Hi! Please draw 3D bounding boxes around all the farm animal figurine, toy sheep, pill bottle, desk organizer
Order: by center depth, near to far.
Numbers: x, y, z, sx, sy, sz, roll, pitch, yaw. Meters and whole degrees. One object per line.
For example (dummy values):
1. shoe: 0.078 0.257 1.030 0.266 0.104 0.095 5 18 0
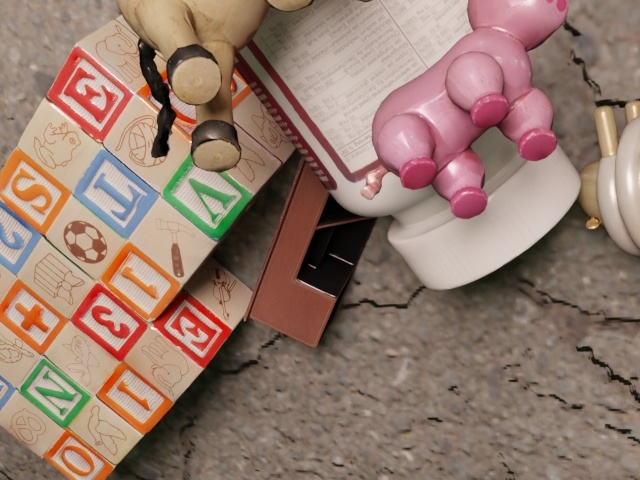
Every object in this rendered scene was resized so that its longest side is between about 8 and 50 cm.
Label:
1. farm animal figurine: 0.089 -0.177 0.398 0.330 0.172 0.327 -4 136 -13
2. toy sheep: 0.186 -0.032 0.537 0.132 0.091 0.091 -7 117 47
3. pill bottle: 0.030 -0.090 0.546 0.121 0.121 0.221 -30 104 34
4. desk organizer: 0.000 0.000 0.658 0.050 0.047 0.130 25 125 5

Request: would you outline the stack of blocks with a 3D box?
1. stack of blocks: -0.132 0.017 0.699 0.171 0.087 0.297 39 126 -3
